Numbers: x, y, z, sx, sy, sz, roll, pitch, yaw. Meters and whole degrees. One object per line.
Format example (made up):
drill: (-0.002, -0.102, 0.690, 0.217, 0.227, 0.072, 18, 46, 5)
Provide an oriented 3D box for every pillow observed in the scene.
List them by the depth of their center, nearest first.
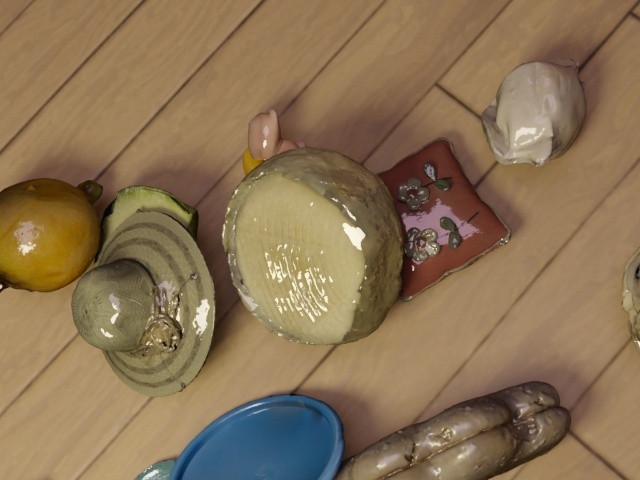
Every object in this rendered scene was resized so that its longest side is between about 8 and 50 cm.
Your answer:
pillow: (0.139, -0.034, 1.445, 0.171, 0.075, 0.179, -31, 71, 2)

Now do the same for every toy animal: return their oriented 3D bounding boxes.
toy animal: (-0.063, -0.120, 1.508, 0.082, 0.091, 0.114, 0, 87, -19)

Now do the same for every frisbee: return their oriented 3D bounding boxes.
frisbee: (-0.077, 0.286, 1.352, 0.242, 0.045, 0.242, -20, 29, 12)

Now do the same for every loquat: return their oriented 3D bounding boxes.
loquat: (-0.378, -0.012, 1.483, 0.204, 0.149, 0.172, -42, 30, -24)

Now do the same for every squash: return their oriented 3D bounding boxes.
squash: (-0.224, 0.016, 1.495, 0.184, 0.085, 0.191, 27, 106, 40)

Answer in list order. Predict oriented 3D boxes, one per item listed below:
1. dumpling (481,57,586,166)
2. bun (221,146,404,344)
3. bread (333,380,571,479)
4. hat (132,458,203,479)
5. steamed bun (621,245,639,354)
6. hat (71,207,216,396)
dumpling: (0.280, -0.170, 1.445, 0.136, 0.118, 0.199, 0, 47, 24)
bun: (0.000, 0.000, 1.402, 0.259, 0.152, 0.259, 17, 119, 34)
bread: (0.142, 0.266, 1.312, 0.337, 0.183, 0.102, -26, 75, 4)
hat: (-0.183, 0.367, 1.388, 0.191, 0.078, 0.138, 39, 81, 16)
steamed bun: (0.515, 0.048, 1.295, 0.268, 0.207, 0.280, 35, 81, 17)
hat: (-0.257, 0.085, 1.398, 0.252, 0.110, 0.252, 3, 95, 40)
